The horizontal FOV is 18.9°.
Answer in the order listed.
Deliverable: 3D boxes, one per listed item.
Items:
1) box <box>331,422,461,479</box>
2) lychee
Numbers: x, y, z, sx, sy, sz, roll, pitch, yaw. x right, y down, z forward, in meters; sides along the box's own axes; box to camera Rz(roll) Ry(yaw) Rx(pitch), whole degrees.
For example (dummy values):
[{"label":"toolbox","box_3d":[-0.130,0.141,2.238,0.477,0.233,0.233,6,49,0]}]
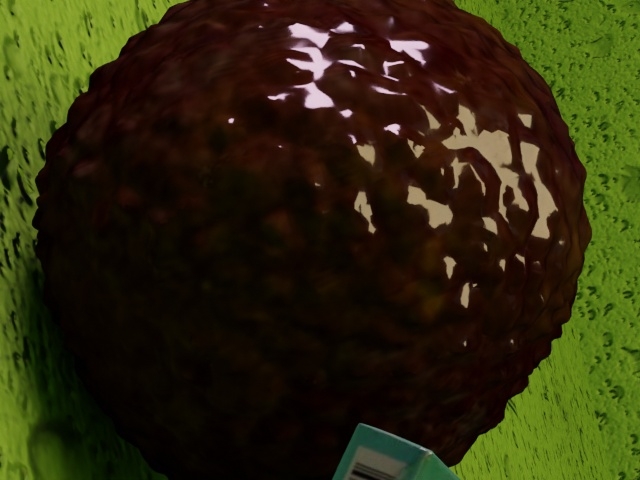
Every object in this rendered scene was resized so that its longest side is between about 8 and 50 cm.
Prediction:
[{"label":"box","box_3d":[0.007,0.203,0.777,0.229,0.041,0.162,-65,152,-12]},{"label":"lychee","box_3d":[0.000,0.000,0.868,0.260,0.260,0.260,-18,90,-77]}]
